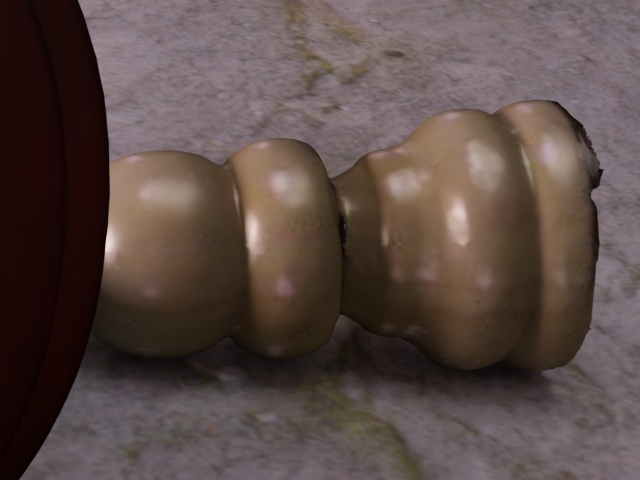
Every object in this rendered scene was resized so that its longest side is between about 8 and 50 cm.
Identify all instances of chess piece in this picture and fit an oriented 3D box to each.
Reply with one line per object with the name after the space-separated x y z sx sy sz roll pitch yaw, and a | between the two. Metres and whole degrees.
0.000 0.000 1.003 0.260 0.143 0.143 -2 24 -14 | chess piece

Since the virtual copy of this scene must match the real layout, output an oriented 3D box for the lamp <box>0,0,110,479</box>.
-0.193 -0.013 0.391 0.303 0.257 0.303 6 2 0 | lamp
